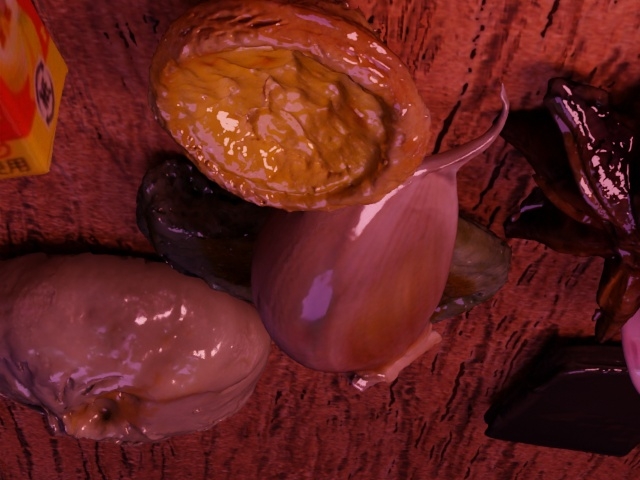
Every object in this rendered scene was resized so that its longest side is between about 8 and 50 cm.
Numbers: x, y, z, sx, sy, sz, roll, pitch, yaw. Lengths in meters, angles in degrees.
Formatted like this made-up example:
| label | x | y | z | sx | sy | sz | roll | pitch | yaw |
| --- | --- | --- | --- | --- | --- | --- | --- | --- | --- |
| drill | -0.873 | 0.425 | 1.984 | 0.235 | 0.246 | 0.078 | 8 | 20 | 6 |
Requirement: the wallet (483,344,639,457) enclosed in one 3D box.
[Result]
| label | x | y | z | sx | sy | sz | roll | pitch | yaw |
| --- | --- | --- | --- | --- | --- | --- | --- | --- | --- |
| wallet | 0.263 | 0.153 | 1.887 | 0.165 | 0.042 | 0.309 | 8 | 161 | -7 |

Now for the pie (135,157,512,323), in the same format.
| label | x | y | z | sx | sy | sz | roll | pitch | yaw |
| --- | --- | --- | --- | --- | --- | --- | --- | --- | --- |
| pie | 0.005 | 0.003 | 1.538 | 0.302 | 0.067 | 0.302 | 6 | 160 | 2 |

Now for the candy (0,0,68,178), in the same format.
| label | x | y | z | sx | sy | sz | roll | pitch | yaw |
| --- | --- | --- | --- | --- | --- | --- | --- | --- | --- |
| candy | -0.258 | -0.141 | 1.111 | 0.146 | 0.088 | 0.276 | -5 | 143 | 12 |

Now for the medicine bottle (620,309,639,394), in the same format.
| label | x | y | z | sx | sy | sz | roll | pitch | yaw |
| --- | --- | --- | --- | --- | --- | --- | --- | --- | --- |
| medicine bottle | 0.324 | 0.060 | 1.486 | 0.168 | 0.135 | 0.135 | -4 | 157 | 28 |

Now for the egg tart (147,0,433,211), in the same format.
| label | x | y | z | sx | sy | sz | roll | pitch | yaw |
| --- | --- | --- | --- | --- | --- | --- | --- | --- | --- |
| egg tart | -0.016 | -0.096 | 1.239 | 0.191 | 0.074 | 0.191 | 11 | 147 | 7 |

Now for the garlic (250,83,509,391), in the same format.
| label | x | y | z | sx | sy | sz | roll | pitch | yaw |
| --- | --- | --- | --- | --- | --- | --- | --- | --- | --- |
| garlic | 0.031 | -0.003 | 1.361 | 0.128 | 0.148 | 0.266 | 42 | 142 | 14 |

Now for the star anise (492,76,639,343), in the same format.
| label | x | y | z | sx | sy | sz | roll | pitch | yaw |
| --- | --- | --- | --- | --- | --- | --- | --- | --- | --- |
| star anise | 0.234 | -0.020 | 1.326 | 0.272 | 0.102 | 0.272 | 30 | 149 | 20 |

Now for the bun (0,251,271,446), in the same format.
| label | x | y | z | sx | sy | sz | roll | pitch | yaw |
| --- | --- | --- | --- | --- | --- | --- | --- | --- | --- |
| bun | -0.186 | 0.108 | 1.777 | 0.287 | 0.146 | 0.287 | 5 | 161 | 2 |
